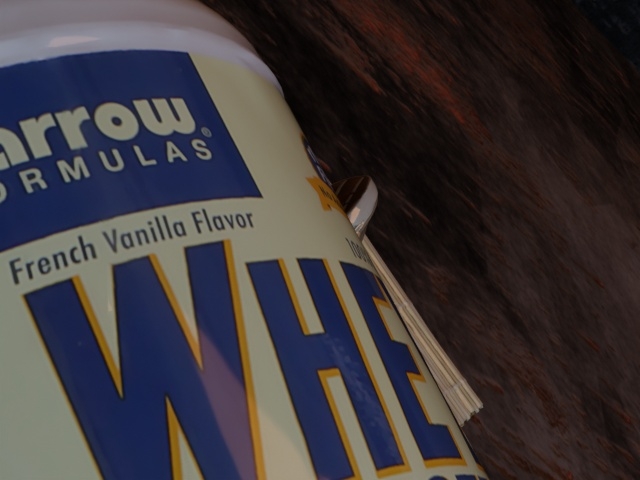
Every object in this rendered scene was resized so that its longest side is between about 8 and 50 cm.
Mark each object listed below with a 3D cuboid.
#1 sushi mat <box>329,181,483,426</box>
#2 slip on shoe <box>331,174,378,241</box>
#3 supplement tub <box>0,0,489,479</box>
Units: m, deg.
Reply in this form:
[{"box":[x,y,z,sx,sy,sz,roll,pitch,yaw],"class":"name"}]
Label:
[{"box":[0.000,0.000,1.064,0.316,0.019,0.151,56,20,5],"class":"sushi mat"},{"box":[0.004,0.012,0.979,0.041,0.051,0.135,62,34,-28],"class":"slip on shoe"},{"box":[-0.082,0.070,0.473,0.235,0.235,0.325,11,47,-61],"class":"supplement tub"}]
